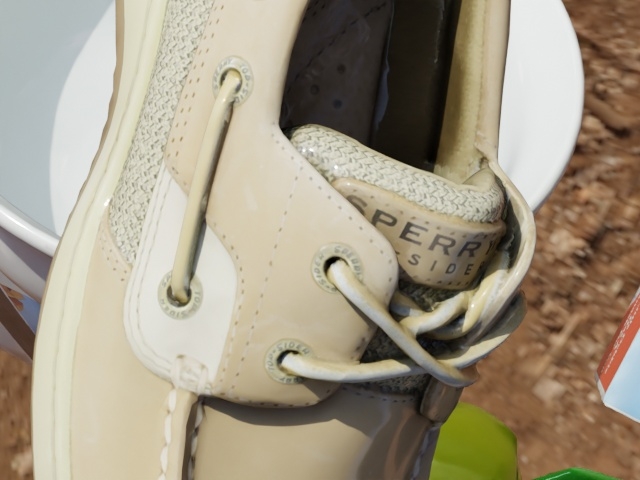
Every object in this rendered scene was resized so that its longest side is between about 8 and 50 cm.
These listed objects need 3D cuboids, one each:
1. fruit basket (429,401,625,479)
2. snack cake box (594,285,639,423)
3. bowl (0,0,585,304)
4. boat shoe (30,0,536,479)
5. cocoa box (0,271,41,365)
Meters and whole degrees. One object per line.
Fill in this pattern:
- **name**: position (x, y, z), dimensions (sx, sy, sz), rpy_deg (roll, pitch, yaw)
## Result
- **fruit basket**: position (0.103, 0.199, 1.121), dimensions (0.283, 0.392, 0.392), rpy_deg (-26, 105, -17)
- **snack cake box**: position (0.318, 0.023, 1.516), dimensions (0.089, 0.152, 0.264), rpy_deg (27, 96, 2)
- **bowl**: position (-0.043, -0.048, 0.835), dimensions (0.298, 0.298, 0.134), rpy_deg (0, 139, -12)
- **boat shoe**: position (0.000, 0.000, 0.496), dimensions (0.109, 0.098, 0.302), rpy_deg (8, 87, -40)
- **cocoa box**: position (-0.087, -0.082, 1.261), dimensions (0.347, 0.228, 0.231), rpy_deg (-54, 147, -22)
